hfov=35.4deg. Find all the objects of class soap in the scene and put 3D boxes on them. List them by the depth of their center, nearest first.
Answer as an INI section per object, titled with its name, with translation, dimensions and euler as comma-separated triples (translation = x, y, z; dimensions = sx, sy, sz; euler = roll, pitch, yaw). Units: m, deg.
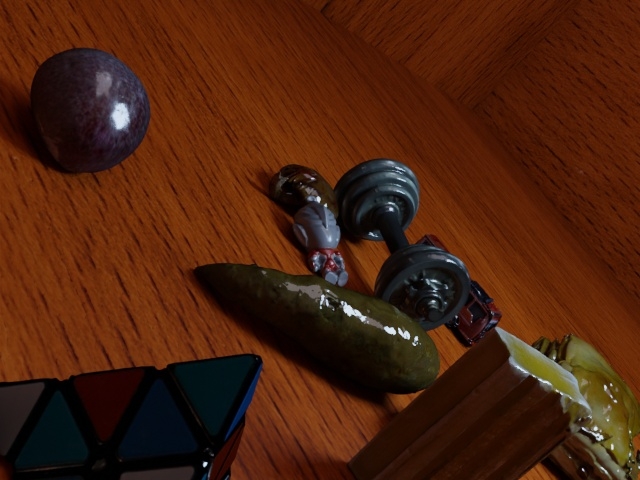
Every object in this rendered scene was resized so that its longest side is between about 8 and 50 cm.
[soap]
translation = 0.185, 0.248, 1.258
dimensions = 0.173, 0.274, 0.089
euler = 32, 23, -30

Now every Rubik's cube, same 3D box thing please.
[Rubik's cube]
translation = -0.120, 0.207, 0.930
dimensions = 0.284, 0.250, 0.234
euler = 50, 0, 31

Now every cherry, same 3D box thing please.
[cherry]
translation = -0.313, -0.178, 1.353
dimensions = 0.176, 0.140, 0.176
euler = 47, 25, -30

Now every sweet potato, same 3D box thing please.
[sweet potato]
translation = 0.020, 0.123, 1.435
dimensions = 0.423, 0.130, 0.130
euler = 26, 25, -28

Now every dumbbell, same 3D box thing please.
[dumbbell]
translation = 0.140, 0.004, 1.821
dimensions = 0.179, 0.179, 0.406
euler = 30, 23, -34

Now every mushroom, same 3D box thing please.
[mushroom]
translation = -0.030, -0.089, 1.827
dimensions = 0.135, 0.080, 0.170
euler = 45, 13, 36

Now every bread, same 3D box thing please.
[bread]
translation = 0.491, 0.314, 1.895
dimensions = 0.277, 0.167, 0.324
euler = 43, 18, -2

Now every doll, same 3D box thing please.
[doll]
translation = 0.000, 0.000, 1.719
dimensions = 0.094, 0.079, 0.180
euler = 1, 55, -29

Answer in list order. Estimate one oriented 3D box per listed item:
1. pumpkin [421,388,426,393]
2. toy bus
[pumpkin]
translation = 0.222, 0.280, 1.457
dimensions = 0.194, 0.150, 0.194
euler = 46, 9, -9
[toy bus]
translation = 0.260, 0.098, 1.993
dimensions = 0.235, 0.096, 0.073
euler = 51, 23, 22
